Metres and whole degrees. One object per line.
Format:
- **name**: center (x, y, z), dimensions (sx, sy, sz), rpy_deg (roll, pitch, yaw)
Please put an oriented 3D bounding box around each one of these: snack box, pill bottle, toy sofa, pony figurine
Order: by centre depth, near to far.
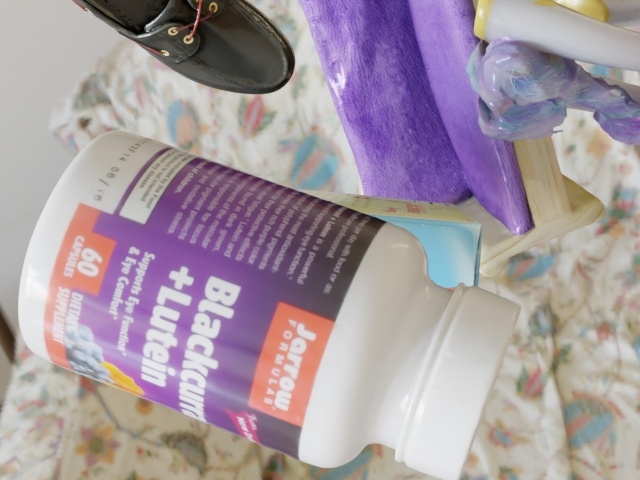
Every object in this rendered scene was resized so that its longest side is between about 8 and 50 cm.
- **pill bottle**: center (-0.019, 0.032, 0.529), dimensions (0.193, 0.108, 0.108), rpy_deg (19, 45, 10)
- **pony figurine**: center (0.282, -0.103, 0.796), dimensions (0.363, 0.303, 0.351), rpy_deg (16, 40, 9)
- **snack box**: center (0.000, 0.000, 0.803), dimensions (0.187, 0.060, 0.322), rpy_deg (5, 3, 4)
- **toy sofa**: center (0.086, -0.157, 1.006), dimensions (0.177, 0.363, 0.150), rpy_deg (-22, 21, -6)

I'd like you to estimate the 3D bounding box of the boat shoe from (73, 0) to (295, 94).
- **boat shoe**: center (-0.070, -0.108, 0.588), dimensions (0.049, 0.133, 0.042), rpy_deg (-57, 14, 8)
